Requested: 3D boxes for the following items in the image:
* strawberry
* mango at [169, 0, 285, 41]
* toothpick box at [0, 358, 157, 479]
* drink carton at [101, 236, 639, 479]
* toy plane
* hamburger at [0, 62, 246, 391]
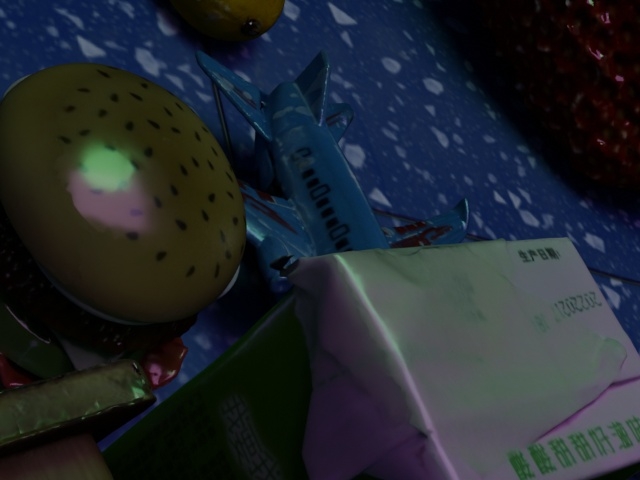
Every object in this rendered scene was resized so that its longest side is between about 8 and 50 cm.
[{"bbox_3d":[0.266,-0.212,1.209,0.312,0.267,0.351,-14,91,-55],"label":"strawberry"},{"bbox_3d":[-0.073,-0.205,1.004,0.101,0.066,0.187,19,37,-35],"label":"mango"},{"bbox_3d":[-0.110,0.223,0.470,0.187,0.190,0.308,-12,70,-50],"label":"toothpick box"},{"bbox_3d":[-0.011,0.109,0.587,0.161,0.271,0.108,-4,60,-50],"label":"drink carton"},{"bbox_3d":[0.000,0.000,0.844,0.254,0.105,0.271,16,47,-35],"label":"toy plane"},{"bbox_3d":[-0.112,-0.008,0.711,0.175,0.137,0.175,30,38,-27],"label":"hamburger"}]
